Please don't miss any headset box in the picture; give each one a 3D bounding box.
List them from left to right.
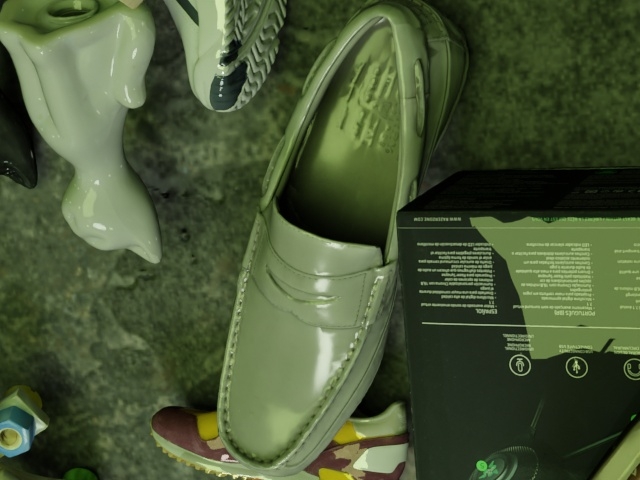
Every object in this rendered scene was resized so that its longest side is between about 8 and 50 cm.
[{"bbox_3d":[0.188,0.105,0.945,0.246,0.131,0.283,-1,103,23],"label":"headset box"}]

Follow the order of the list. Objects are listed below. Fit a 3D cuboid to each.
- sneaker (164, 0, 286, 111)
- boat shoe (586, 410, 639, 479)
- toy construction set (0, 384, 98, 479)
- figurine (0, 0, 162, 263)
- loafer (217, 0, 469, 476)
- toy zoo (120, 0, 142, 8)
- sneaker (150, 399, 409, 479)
[{"bbox_3d":[-0.111,-0.199,1.022,0.153,0.094,0.235,0,103,25],"label":"sneaker"},{"bbox_3d":[0.209,0.111,0.804,0.104,0.111,0.307,37,113,10],"label":"boat shoe"},{"bbox_3d":[-0.282,0.251,1.180,0.215,0.151,0.327,39,126,-17],"label":"toy construction set"},{"bbox_3d":[-0.189,-0.093,1.049,0.215,0.092,0.209,29,142,31],"label":"figurine"},{"bbox_3d":[0.000,0.000,0.987,0.112,0.111,0.319,20,100,19],"label":"loafer"},{"bbox_3d":[-0.139,-0.298,0.973,0.192,0.030,0.293,-49,59,7],"label":"toy zoo"},{"bbox_3d":[-0.027,0.124,1.089,0.185,0.069,0.084,12,95,17],"label":"sneaker"}]
